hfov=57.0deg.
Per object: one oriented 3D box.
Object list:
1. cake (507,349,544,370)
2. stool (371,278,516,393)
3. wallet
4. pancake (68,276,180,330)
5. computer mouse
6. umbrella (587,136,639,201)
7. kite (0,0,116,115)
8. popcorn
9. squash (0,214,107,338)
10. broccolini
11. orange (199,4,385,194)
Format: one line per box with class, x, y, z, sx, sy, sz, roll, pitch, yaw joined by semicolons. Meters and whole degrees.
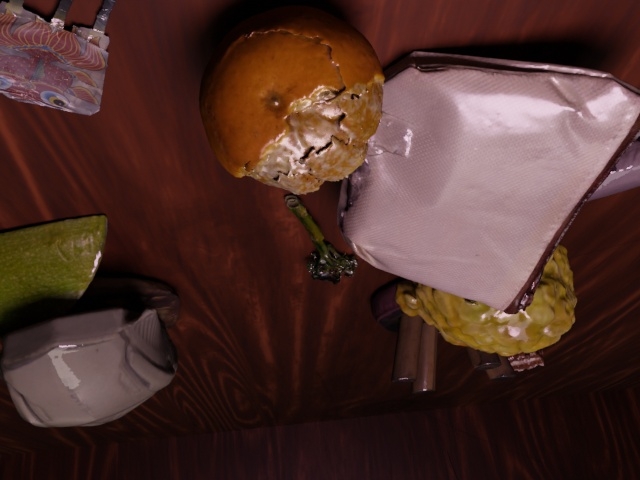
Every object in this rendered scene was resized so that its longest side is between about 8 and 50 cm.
cake;0.425;0.231;1.333;0.135;0.134;0.147;-16;147;23
stool;0.238;0.177;1.118;0.272;0.178;0.272;-5;156;-2
wallet;0.161;-0.051;0.633;0.275;0.068;0.335;13;136;-1
pancake;-0.372;0.119;0.996;0.294;0.049;0.294;-5;158;-2
computer mouse;-0.331;0.198;0.881;0.228;0.145;0.429;-17;170;-11
umbrella;0.351;-0.090;0.724;0.337;0.067;0.073;-18;164;18
kite;-0.216;-0.172;0.468;0.127;0.016;0.229;7;152;-33
popcorn;0.243;0.069;0.885;0.251;0.206;0.237;-11;171;35
squash;-0.398;0.073;0.827;0.289;0.111;0.203;-10;156;3
broccolini;-0.006;-0.003;0.867;0.057;0.071;0.254;28;162;30
orange;-0.021;-0.115;0.492;0.156;0.156;0.134;-16;-165;19
